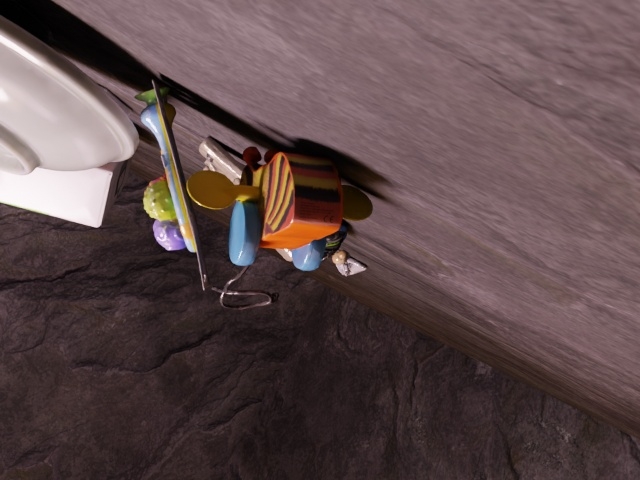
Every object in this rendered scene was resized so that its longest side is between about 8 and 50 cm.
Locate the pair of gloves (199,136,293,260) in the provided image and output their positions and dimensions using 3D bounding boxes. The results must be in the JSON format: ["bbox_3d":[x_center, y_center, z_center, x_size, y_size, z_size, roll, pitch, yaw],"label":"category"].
[{"bbox_3d":[-0.097,-0.063,1.578,0.204,0.042,0.240,46,170,4],"label":"pair of gloves"}]

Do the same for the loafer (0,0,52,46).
[{"bbox_3d":[-0.377,-0.264,1.216,0.170,0.062,0.061,30,-161,4],"label":"loafer"}]

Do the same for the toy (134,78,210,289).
[{"bbox_3d":[-0.177,-0.057,1.222,0.056,0.237,0.137,-10,180,-3],"label":"toy"}]

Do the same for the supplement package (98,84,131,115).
[{"bbox_3d":[-0.409,-0.212,1.660,0.179,0.105,0.105,29,176,17],"label":"supplement package"}]

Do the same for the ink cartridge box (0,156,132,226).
[{"bbox_3d":[-0.465,-0.141,1.958,0.198,0.114,0.273,14,-160,-6],"label":"ink cartridge box"}]

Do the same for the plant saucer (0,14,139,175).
[{"bbox_3d":[-0.412,-0.171,1.241,0.401,0.100,0.400,25,166,7],"label":"plant saucer"}]

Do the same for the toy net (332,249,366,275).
[{"bbox_3d":[0.005,0.024,2.148,0.122,0.045,0.232,25,175,40],"label":"toy net"}]

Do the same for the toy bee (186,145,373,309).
[{"bbox_3d":[-0.063,-0.044,1.169,0.195,0.162,0.298,13,155,-39],"label":"toy bee"}]

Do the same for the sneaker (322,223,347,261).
[{"bbox_3d":[0.000,0.000,1.645,0.067,0.078,0.188,28,175,10],"label":"sneaker"}]
